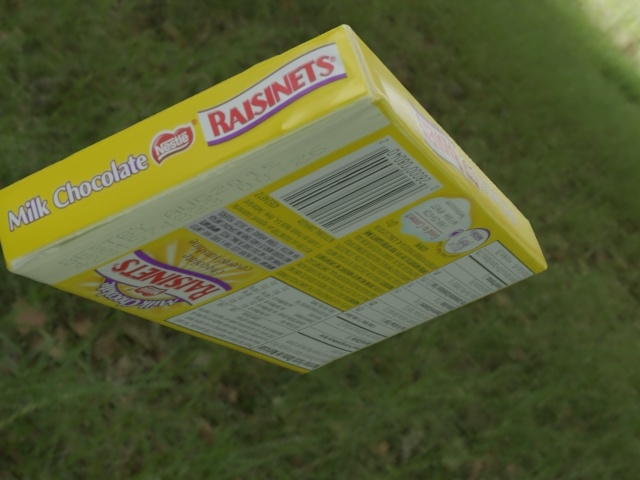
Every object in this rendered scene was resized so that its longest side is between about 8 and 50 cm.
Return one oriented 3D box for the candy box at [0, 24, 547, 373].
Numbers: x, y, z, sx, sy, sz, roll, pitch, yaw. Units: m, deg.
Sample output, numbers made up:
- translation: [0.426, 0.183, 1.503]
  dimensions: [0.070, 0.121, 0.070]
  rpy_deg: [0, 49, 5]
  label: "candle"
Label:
- translation: [0.000, 0.000, 0.416]
  dimensions: [0.206, 0.105, 0.027]
  rpy_deg: [32, 38, -66]
  label: "candy box"
